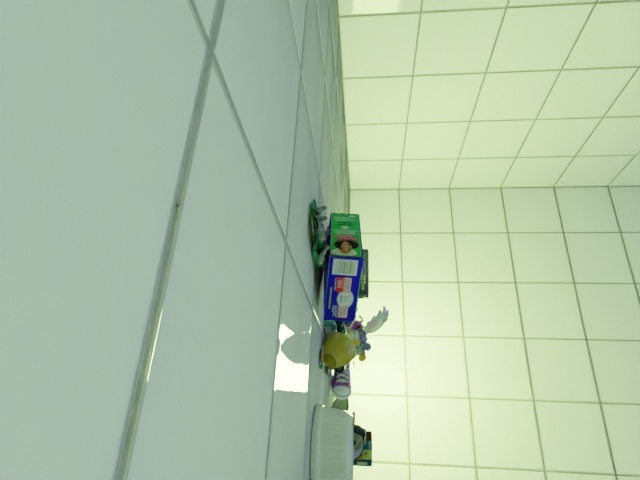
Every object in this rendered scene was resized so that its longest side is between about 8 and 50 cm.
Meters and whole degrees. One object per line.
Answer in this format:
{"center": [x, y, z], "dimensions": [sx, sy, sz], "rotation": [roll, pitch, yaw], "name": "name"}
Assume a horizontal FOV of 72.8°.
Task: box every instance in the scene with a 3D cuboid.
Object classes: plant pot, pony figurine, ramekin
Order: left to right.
{"center": [0.044, 0.687, 1.432], "dimensions": [0.273, 0.127, 0.272], "rotation": [0, 90, -84], "name": "ramekin"}
{"center": [0.058, 0.435, 1.673], "dimensions": [0.095, 0.134, 0.134], "rotation": [-36, 131, -47], "name": "plant pot"}
{"center": [0.191, 0.507, 2.405], "dimensions": [0.351, 0.303, 0.363], "rotation": [-58, -170, 21], "name": "pony figurine"}

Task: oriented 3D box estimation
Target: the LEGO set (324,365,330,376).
{"center": [0.023, 0.524, 1.769], "dimensions": [0.083, 0.023, 0.054], "rotation": [57, 29, -55], "name": "LEGO set"}

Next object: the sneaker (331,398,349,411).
{"center": [0.102, 0.888, 2.111], "dimensions": [0.226, 0.086, 0.163], "rotation": [-73, 155, -45], "name": "sneaker"}

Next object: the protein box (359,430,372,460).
{"center": [0.169, 1.083, 2.262], "dimensions": [0.201, 0.200, 0.136], "rotation": [82, 10, -53], "name": "protein box"}

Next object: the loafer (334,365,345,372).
{"center": [0.073, 0.502, 1.986], "dimensions": [0.078, 0.076, 0.223], "rotation": [-37, 122, -76], "name": "loafer"}

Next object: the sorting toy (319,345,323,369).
{"center": [0.003, 0.433, 1.592], "dimensions": [0.083, 0.012, 0.062], "rotation": [-84, 177, -69], "name": "sorting toy"}

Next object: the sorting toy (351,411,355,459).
{"center": [0.085, 0.827, 1.775], "dimensions": [0.208, 0.038, 0.193], "rotation": [-48, -158, 35], "name": "sorting toy"}

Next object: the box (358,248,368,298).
{"center": [0.133, 0.152, 2.021], "dimensions": [0.059, 0.183, 0.232], "rotation": [78, 13, -62], "name": "box"}

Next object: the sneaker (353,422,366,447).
{"center": [0.086, 0.764, 1.614], "dimensions": [0.271, 0.100, 0.108], "rotation": [-59, -177, 37], "name": "sneaker"}

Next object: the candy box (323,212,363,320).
{"center": [0.077, 0.087, 1.562], "dimensions": [0.317, 0.122, 0.268], "rotation": [-90, -176, -60], "name": "candy box"}

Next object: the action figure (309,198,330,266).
{"center": [0.000, 0.000, 1.369], "dimensions": [0.137, 0.064, 0.232], "rotation": [-88, 178, -45], "name": "action figure"}

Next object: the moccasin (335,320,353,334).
{"center": [0.086, 0.344, 1.882], "dimensions": [0.137, 0.117, 0.342], "rotation": [-71, 160, -72], "name": "moccasin"}

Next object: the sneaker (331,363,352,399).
{"center": [0.105, 0.614, 2.092], "dimensions": [0.282, 0.102, 0.161], "rotation": [-80, 171, -60], "name": "sneaker"}

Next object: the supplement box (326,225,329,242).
{"center": [0.085, 0.051, 1.899], "dimensions": [0.111, 0.114, 0.220], "rotation": [-82, 171, -48], "name": "supplement box"}

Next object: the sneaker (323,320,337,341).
{"center": [0.046, 0.387, 1.787], "dimensions": [0.076, 0.065, 0.166], "rotation": [-83, 173, -74], "name": "sneaker"}

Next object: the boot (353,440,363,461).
{"center": [0.121, 0.930, 1.965], "dimensions": [0.246, 0.083, 0.161], "rotation": [-25, 122, -48], "name": "boot"}
